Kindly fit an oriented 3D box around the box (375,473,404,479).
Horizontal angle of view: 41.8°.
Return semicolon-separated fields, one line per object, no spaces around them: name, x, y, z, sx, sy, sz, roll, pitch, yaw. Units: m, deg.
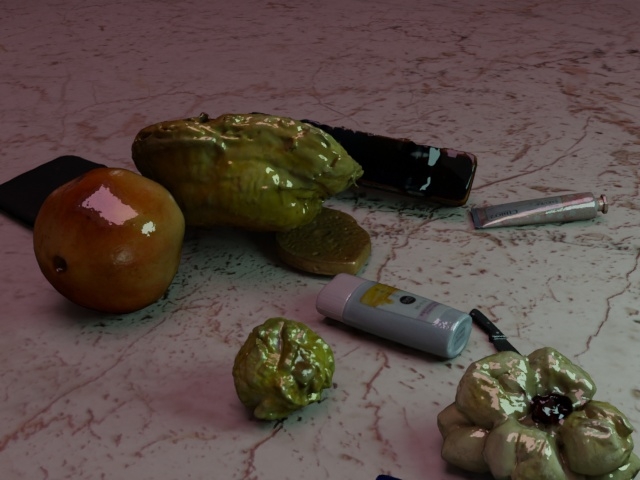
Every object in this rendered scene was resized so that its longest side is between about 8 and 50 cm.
box;0.121;0.331;0.626;0.279;0.116;0.261;10;33;25

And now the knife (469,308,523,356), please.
knife;0.234;0.134;1.059;0.023;0.010;0.170;-14;33;-19

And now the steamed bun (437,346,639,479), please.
steamed bun;0.218;0.186;0.872;0.193;0.106;0.177;-12;29;-12

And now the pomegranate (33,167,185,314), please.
pomegranate;-0.287;0.002;1.159;0.209;0.209;0.209;-2;30;1

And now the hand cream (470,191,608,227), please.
hand cream;0.349;-0.048;1.341;0.210;0.043;0.067;-6;30;5

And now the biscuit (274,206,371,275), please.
biscuit;0.000;0.000;1.293;0.142;0.028;0.220;-14;30;-18

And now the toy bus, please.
toy bus;0.061;-0.140;1.424;0.409;0.093;0.092;14;-5;18

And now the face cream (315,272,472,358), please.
face cream;0.095;0.094;1.093;0.198;0.057;0.084;17;35;31

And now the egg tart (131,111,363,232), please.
egg tart;-0.114;-0.089;1.266;0.352;0.152;0.339;5;-5;0

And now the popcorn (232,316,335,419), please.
popcorn;-0.043;0.144;0.972;0.121;0.106;0.116;-4;20;-2

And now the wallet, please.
wallet;-0.405;-0.065;1.428;0.378;0.051;0.197;22;41;37
